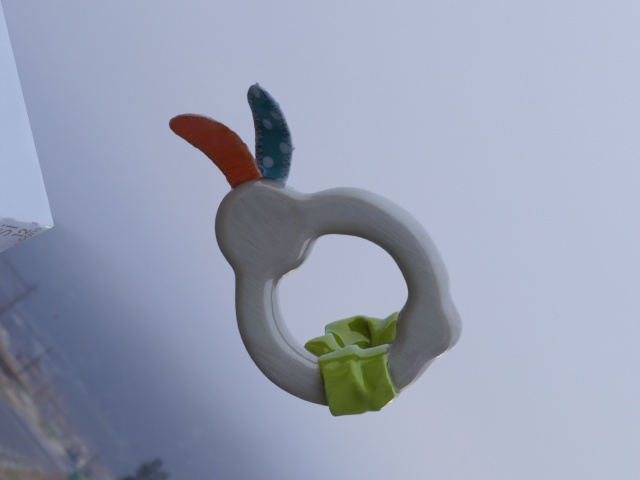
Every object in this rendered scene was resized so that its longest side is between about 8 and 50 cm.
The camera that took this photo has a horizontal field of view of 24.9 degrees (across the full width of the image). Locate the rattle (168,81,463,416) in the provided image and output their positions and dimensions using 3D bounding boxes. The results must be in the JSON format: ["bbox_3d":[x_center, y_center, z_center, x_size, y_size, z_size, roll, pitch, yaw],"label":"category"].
[{"bbox_3d":[0.000,0.000,0.864,0.200,0.130,0.142,48,25,6],"label":"rattle"}]

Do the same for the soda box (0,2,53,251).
[{"bbox_3d":[-0.170,-0.095,0.547,0.074,0.069,0.216,13,56,-60],"label":"soda box"}]
